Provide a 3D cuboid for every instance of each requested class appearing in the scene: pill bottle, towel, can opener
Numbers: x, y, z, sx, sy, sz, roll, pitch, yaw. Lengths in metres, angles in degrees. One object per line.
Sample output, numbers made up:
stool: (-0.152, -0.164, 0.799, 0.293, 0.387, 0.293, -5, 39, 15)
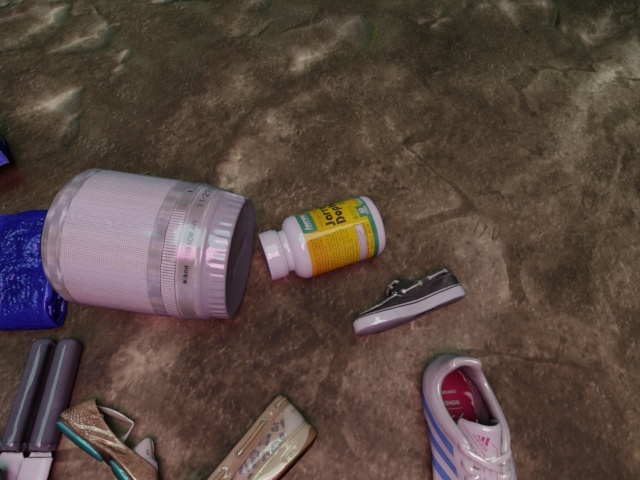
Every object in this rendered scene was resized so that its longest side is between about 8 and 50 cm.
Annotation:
pill bottle: (0.000, 0.000, 0.730, 0.209, 0.117, 0.117, -17, 65, -11)
towel: (-0.590, 0.044, 0.691, 0.309, 0.076, 0.227, -3, 63, -5)
can opener: (-0.421, 0.275, 0.574, 0.076, 0.095, 0.283, 1, 63, -4)

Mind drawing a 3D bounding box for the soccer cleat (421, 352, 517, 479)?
soccer cleat: (0.215, 0.323, 0.565, 0.116, 0.143, 0.330, -6, 64, -7)

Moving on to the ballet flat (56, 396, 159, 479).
ballet flat: (-0.287, 0.302, 0.588, 0.206, 0.073, 0.067, 37, 44, 10)

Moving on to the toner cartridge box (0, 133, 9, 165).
toner cartridge box: (-0.762, -0.113, 0.725, 0.348, 0.075, 0.165, -34, 41, -19)

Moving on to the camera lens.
camera lens: (-0.262, 0.008, 0.651, 0.275, 0.219, 0.219, 8, 63, 0)

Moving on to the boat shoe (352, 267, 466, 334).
boat shoe: (0.148, 0.105, 0.714, 0.220, 0.077, 0.070, -16, 66, -20)

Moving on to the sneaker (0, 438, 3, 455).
sneaker: (-0.551, 0.312, 0.574, 0.171, 0.051, 0.089, 13, 63, -3)

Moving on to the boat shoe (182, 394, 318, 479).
boat shoe: (-0.134, 0.342, 0.563, 0.285, 0.104, 0.089, -33, 65, -29)
